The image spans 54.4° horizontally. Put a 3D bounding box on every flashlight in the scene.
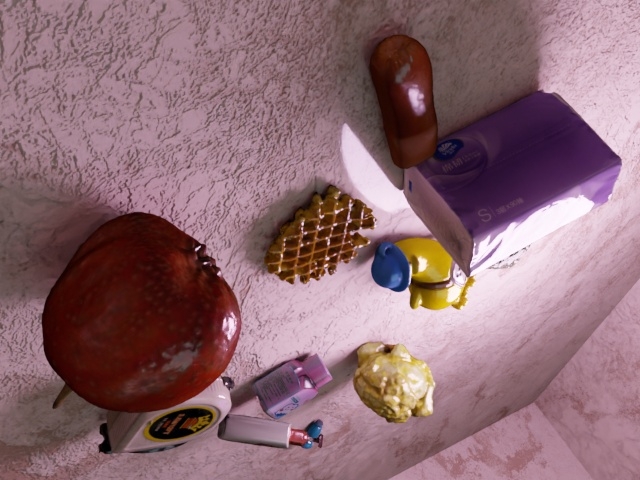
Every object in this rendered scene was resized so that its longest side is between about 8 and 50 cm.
[{"bbox_3d":[-0.029,0.644,2.068,0.051,0.051,0.129,-3,134,-39],"label":"flashlight"}]

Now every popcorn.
[{"bbox_3d":[0.210,0.403,1.766,0.256,0.255,0.195,-5,141,-47],"label":"popcorn"}]

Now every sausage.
[{"bbox_3d":[0.141,-0.217,1.016,0.089,0.083,0.300,-37,152,-6],"label":"sausage"}]

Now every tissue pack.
[{"bbox_3d":[0.359,-0.120,1.188,0.338,0.242,0.160,-28,148,-10],"label":"tissue pack"}]

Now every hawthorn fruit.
[{"bbox_3d":[-0.281,0.132,0.913,0.330,0.287,0.287,-43,148,4],"label":"hawthorn fruit"}]

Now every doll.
[{"bbox_3d":[0.247,0.067,1.465,0.363,0.145,0.199,24,86,-45],"label":"doll"}]

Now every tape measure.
[{"bbox_3d":[-0.322,0.359,1.348,0.231,0.133,0.271,11,130,-39],"label":"tape measure"}]

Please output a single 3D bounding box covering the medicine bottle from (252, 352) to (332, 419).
[{"bbox_3d":[-0.070,0.374,1.618,0.188,0.094,0.119,-31,151,-3],"label":"medicine bottle"}]

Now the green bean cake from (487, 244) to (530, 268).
[{"bbox_3d":[0.465,-0.012,1.581,0.183,0.094,0.185,3,128,-43],"label":"green bean cake"}]

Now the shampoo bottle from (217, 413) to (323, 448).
[{"bbox_3d":[-0.123,0.507,1.626,0.284,0.071,0.153,13,158,-9],"label":"shampoo bottle"}]

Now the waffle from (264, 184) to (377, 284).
[{"bbox_3d":[0.000,0.000,1.214,0.231,0.051,0.229,-40,148,12],"label":"waffle"}]
